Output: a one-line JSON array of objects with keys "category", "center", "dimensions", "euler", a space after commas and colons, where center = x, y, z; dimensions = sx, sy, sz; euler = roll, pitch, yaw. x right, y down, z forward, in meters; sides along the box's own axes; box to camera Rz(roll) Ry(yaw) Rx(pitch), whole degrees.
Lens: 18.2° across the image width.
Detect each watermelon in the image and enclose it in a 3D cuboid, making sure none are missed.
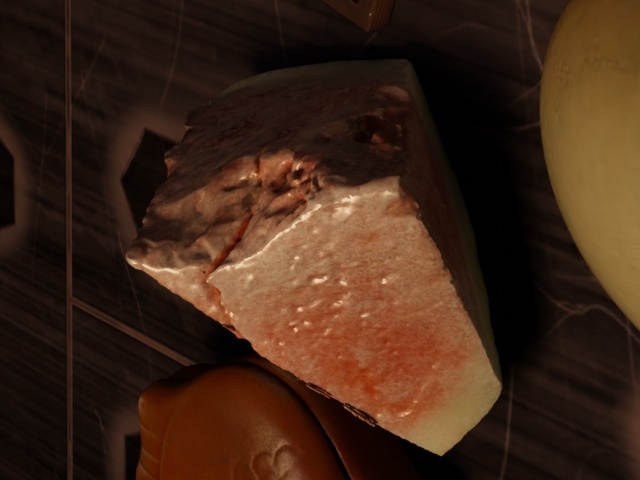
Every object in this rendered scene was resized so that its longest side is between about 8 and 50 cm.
[{"category": "watermelon", "center": [0.000, 0.000, 1.376], "dimensions": [0.193, 0.232, 0.310], "euler": [-20, 69, 16]}]

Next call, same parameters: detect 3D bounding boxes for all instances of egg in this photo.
[{"category": "egg", "center": [0.239, -0.039, 1.084], "dimensions": [0.218, 0.218, 0.295], "euler": [-5, 113, 49]}]

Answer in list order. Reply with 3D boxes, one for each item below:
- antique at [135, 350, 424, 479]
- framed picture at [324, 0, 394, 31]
[{"category": "antique", "center": [-0.020, 0.192, 1.521], "dimensions": [0.278, 0.129, 0.223], "euler": [21, 120, 42]}, {"category": "framed picture", "center": [-0.001, -0.244, 1.419], "dimensions": [0.168, 0.023, 0.128], "euler": [40, 130, 32]}]
